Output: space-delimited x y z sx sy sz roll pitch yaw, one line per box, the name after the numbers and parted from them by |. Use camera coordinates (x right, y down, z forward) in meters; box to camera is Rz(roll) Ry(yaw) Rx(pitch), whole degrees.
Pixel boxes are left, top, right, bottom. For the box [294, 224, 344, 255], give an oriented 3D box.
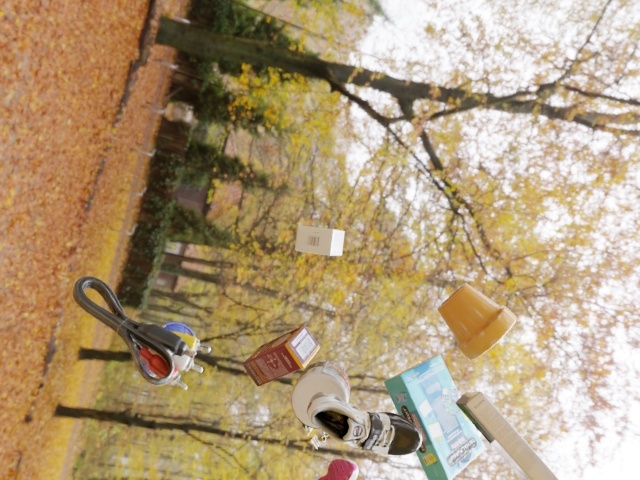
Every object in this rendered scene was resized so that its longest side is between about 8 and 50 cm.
0.000 0.000 1.908 0.170 0.130 0.091 4 94 -76 | box

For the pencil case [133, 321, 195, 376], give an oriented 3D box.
-0.492 0.342 1.699 0.306 0.133 0.119 -36 -104 52 | pencil case

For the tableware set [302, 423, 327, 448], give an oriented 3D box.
-0.018 0.691 2.051 0.024 0.154 0.104 -17 -161 38 | tableware set

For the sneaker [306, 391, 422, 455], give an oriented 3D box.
0.116 0.523 1.499 0.146 0.330 0.122 14 91 -84 | sneaker

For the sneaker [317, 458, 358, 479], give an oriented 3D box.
0.077 0.851 1.950 0.252 0.111 0.103 -57 -146 40 | sneaker

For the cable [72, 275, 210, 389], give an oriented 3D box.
-0.352 0.182 1.026 0.072 0.287 0.139 -61 -179 40 | cable

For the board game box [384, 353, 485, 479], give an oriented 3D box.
0.369 0.565 1.766 0.079 0.254 0.336 -35 -107 39 | board game box

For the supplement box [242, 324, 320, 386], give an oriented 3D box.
-0.108 0.317 1.505 0.188 0.081 0.104 -30 -174 34 | supplement box

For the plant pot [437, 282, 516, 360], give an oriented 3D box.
0.489 0.249 1.775 0.205 0.188 0.205 -42 170 -9 | plant pot

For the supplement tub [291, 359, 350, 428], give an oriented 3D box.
0.008 0.535 1.952 0.316 0.193 0.193 33 73 -85 | supplement tub

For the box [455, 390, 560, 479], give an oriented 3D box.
0.487 0.531 1.413 0.058 0.322 0.232 -38 163 -5 | box
